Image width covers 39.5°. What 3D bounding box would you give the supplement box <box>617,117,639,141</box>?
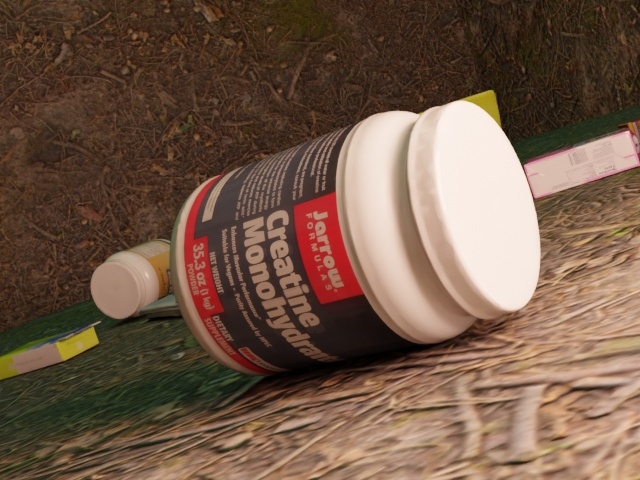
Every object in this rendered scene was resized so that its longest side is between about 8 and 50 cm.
[{"bbox_3d":[0.646,-0.220,1.783,0.083,0.055,0.043,-19,4,-12],"label":"supplement box"}]

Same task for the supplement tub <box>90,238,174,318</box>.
[{"bbox_3d":[-0.385,0.083,1.918,0.144,0.144,0.199,-17,5,25],"label":"supplement tub"}]

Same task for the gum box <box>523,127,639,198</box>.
[{"bbox_3d":[0.450,-0.135,1.516,0.188,0.062,0.107,-18,5,21],"label":"gum box"}]

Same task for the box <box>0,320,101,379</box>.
[{"bbox_3d":[-0.485,0.197,1.596,0.178,0.042,0.109,-17,5,24],"label":"box"}]

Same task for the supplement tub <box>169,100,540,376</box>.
[{"bbox_3d":[0.025,0.004,0.757,0.272,0.191,0.191,-17,5,35],"label":"supplement tub"}]

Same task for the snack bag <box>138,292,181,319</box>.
[{"bbox_3d":[-0.146,0.071,1.683,0.323,0.037,0.342,-25,6,-31],"label":"snack bag"}]

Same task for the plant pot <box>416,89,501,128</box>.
[{"bbox_3d":[0.237,-0.159,1.810,0.227,0.207,0.228,-22,5,-24],"label":"plant pot"}]
